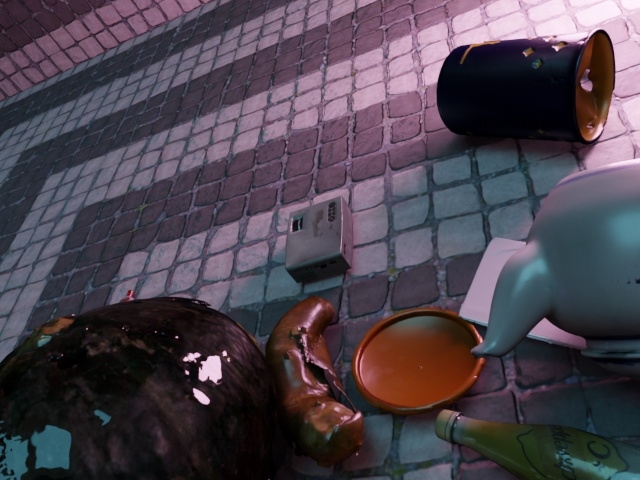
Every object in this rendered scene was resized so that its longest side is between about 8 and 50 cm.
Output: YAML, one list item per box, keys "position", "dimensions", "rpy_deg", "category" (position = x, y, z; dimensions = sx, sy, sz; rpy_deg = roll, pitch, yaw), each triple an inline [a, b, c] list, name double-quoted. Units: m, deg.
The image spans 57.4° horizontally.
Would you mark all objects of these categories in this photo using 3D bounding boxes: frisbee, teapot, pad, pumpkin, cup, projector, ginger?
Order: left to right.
- position: [-0.267, 0.256, 0.745]
  dimensions: [0.455, 0.343, 0.454]
  rpy_deg: [-19, 4, 1]
  category: "pumpkin"
- position: [-0.017, 0.204, 0.854]
  dimensions: [0.133, 0.107, 0.309]
  rpy_deg: [-57, 29, 19]
  category: "ginger"
- position: [0.000, 0.000, 1.075]
  dimensions: [0.115, 0.061, 0.147]
  rpy_deg: [-16, 44, 19]
  category: "projector"
- position: [0.139, 0.172, 0.833]
  dimensions: [0.192, 0.035, 0.192]
  rpy_deg: [-15, 34, 10]
  category: "frisbee"
- position: [0.375, -0.261, 1.040]
  dimensions: [0.256, 0.255, 0.178]
  rpy_deg: [13, 97, 43]
  category: "cup"
- position: [0.326, 0.073, 0.817]
  dimensions: [0.232, 0.004, 0.156]
  rpy_deg: [12, 58, 34]
  category: "pad"
- position: [0.370, 0.054, 0.660]
  dimensions: [0.425, 0.252, 0.279]
  rpy_deg: [-7, 83, -2]
  category: "teapot"

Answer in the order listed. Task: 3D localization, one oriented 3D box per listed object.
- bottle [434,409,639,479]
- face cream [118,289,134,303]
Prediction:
- position: [0.254, 0.246, 0.657]
  dimensions: [0.270, 0.083, 0.083]
  rpy_deg: [6, 55, 38]
  category: "bottle"
- position: [-0.416, 0.142, 1.245]
  dimensions: [0.040, 0.021, 0.083]
  rpy_deg: [-15, 44, 20]
  category: "face cream"
